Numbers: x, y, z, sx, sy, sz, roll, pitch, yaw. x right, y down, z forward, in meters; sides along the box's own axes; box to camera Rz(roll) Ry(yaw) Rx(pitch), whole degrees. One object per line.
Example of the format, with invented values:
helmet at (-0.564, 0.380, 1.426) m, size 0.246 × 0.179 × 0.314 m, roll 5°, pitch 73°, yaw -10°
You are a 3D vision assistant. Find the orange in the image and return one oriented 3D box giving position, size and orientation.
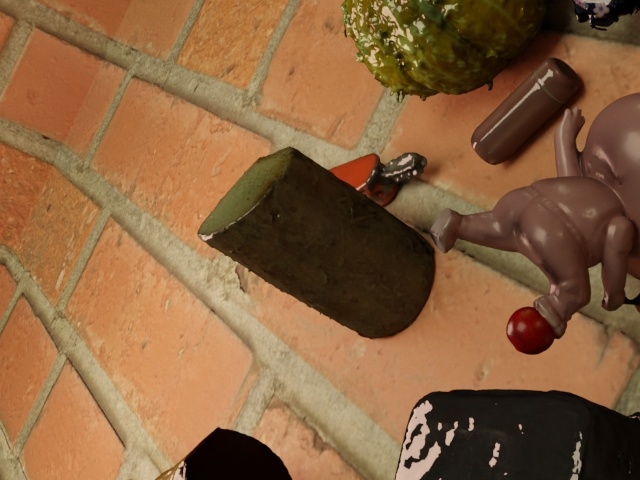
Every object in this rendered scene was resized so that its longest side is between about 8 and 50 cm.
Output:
orange at (0.150, -0.327, 1.428) m, size 0.301 × 0.223 × 0.300 m, roll -1°, pitch 63°, yaw 58°

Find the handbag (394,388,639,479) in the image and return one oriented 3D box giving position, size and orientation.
handbag at (0.197, 0.223, 0.987) m, size 0.254 × 0.181 × 0.181 m, roll -14°, pitch 58°, yaw 57°

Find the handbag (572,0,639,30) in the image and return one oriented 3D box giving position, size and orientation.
handbag at (0.306, -0.356, 1.221) m, size 0.208 × 0.127 × 0.228 m, roll 41°, pitch 100°, yaw 15°

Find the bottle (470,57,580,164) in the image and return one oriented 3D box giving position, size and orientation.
bottle at (0.235, -0.148, 1.326) m, size 0.140 × 0.053 × 0.053 m, roll -46°, pitch 35°, yaw 31°

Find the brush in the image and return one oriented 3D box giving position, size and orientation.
brush at (0.044, -0.068, 1.584) m, size 0.323 × 0.051 × 0.070 m, roll -17°, pitch 48°, yaw 57°

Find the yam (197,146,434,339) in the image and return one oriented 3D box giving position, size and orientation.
yam at (0.000, 0.000, 1.403) m, size 0.161 × 0.268 × 0.161 m, roll -45°, pitch 25°, yaw 28°

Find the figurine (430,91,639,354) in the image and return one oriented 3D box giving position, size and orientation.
figurine at (0.261, -0.018, 1.059) m, size 0.287 × 0.186 × 0.176 m, roll -31°, pitch 23°, yaw -10°

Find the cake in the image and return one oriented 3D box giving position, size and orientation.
cake at (-0.141, 0.355, 1.423) m, size 0.178 × 0.185 × 0.207 m, roll -33°, pitch 65°, yaw 37°
